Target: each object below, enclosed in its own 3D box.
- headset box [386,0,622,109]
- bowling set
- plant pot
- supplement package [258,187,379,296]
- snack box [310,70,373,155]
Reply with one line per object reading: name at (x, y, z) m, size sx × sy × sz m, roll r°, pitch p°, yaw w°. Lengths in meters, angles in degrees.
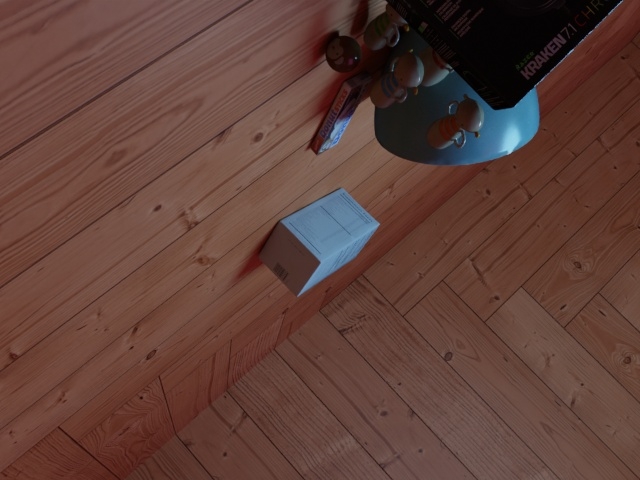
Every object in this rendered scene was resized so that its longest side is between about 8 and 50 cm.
headset box at (0.222, -0.351, 0.944) m, size 0.246 × 0.283 × 0.131 m, roll -44°, pitch -176°, yaw 7°
bowling set at (0.123, -0.269, 1.077) m, size 0.200 × 0.287 × 0.154 m, roll -8°, pitch 173°, yaw -22°
plant pot at (0.229, -0.287, 1.283) m, size 0.290 × 0.290 × 0.195 m, roll -36°, pitch 134°, yaw -32°
supplement package at (0.000, 0.000, 1.738) m, size 0.244 × 0.139 × 0.134 m, roll -30°, pitch 161°, yaw -47°
snack box at (0.036, -0.228, 1.348) m, size 0.064 × 0.022 × 0.178 m, roll -36°, pitch 166°, yaw -38°
